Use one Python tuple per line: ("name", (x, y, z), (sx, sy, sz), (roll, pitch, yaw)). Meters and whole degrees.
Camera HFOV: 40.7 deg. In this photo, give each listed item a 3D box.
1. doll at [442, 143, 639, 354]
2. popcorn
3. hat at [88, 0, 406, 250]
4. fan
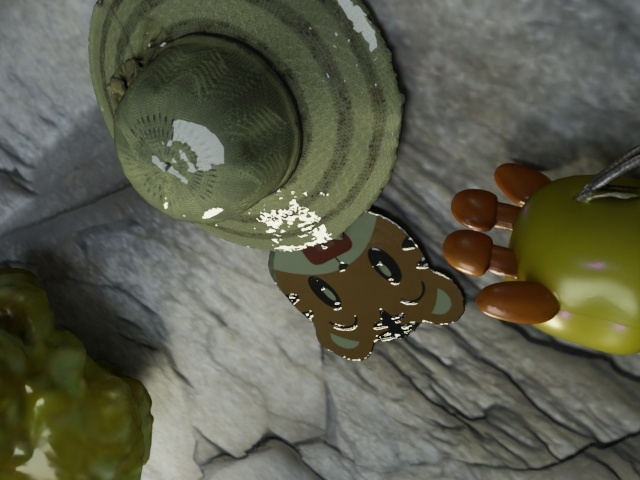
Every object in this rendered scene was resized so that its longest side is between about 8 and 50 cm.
("doll", (0.182, 0.008, 0.496), (0.220, 0.143, 0.135), (10, 132, 12))
("popcorn", (-0.300, 0.172, 0.821), (0.276, 0.225, 0.277), (-4, 108, -14))
("hat", (-0.076, -0.071, 0.572), (0.252, 0.110, 0.252), (13, 126, 18))
("fan", (0.000, 0.000, 0.668), (0.152, 0.008, 0.227), (-27, 110, 40))
